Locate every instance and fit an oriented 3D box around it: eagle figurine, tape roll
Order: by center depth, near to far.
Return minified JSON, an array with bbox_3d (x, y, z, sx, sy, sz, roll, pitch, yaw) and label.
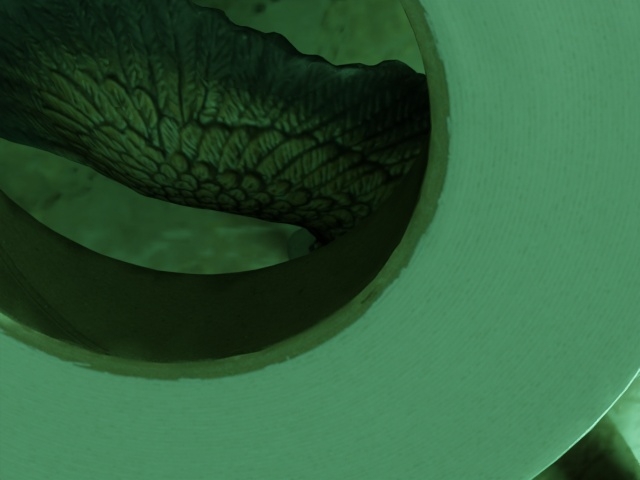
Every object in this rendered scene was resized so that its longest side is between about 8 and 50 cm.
[{"bbox_3d":[-0.056,-0.058,0.687,0.392,0.072,0.392,4,119,7],"label":"tape roll"},{"bbox_3d":[-0.003,0.005,0.856,0.298,0.226,0.225,-8,145,-19],"label":"eagle figurine"}]
